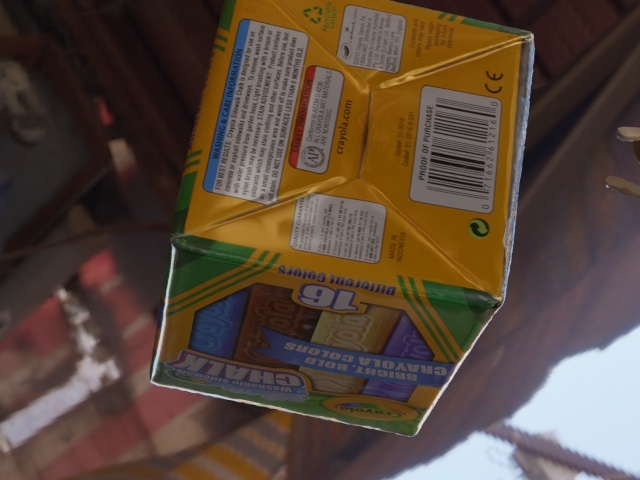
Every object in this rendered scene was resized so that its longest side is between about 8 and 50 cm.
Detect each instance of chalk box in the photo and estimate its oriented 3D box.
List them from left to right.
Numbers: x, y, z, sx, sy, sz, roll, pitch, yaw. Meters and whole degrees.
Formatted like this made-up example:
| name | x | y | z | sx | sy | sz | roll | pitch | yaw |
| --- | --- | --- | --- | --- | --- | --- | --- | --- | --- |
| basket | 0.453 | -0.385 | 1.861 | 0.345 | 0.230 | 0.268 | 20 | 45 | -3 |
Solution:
| name | x | y | z | sx | sy | sz | roll | pitch | yaw |
| --- | --- | --- | --- | --- | --- | --- | --- | --- | --- |
| chalk box | 0.000 | 0.000 | 0.957 | 0.179 | 0.180 | 0.289 | 12 | -27 | -5 |

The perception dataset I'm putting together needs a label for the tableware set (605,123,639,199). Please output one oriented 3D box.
| name | x | y | z | sx | sy | sz | roll | pitch | yaw |
| --- | --- | --- | --- | --- | --- | --- | --- | --- | --- |
| tableware set | 0.291 | -0.056 | 1.007 | 0.194 | 0.128 | 0.039 | 23 | -37 | 32 |
